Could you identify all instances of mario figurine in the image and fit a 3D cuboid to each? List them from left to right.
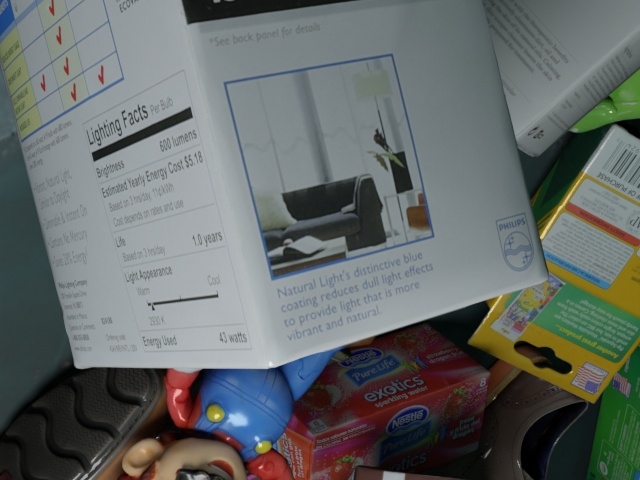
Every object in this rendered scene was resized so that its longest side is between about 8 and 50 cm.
[{"bbox_3d":[-0.068,0.176,1.031,0.321,0.198,0.170,-59,163,-12],"label":"mario figurine"}]

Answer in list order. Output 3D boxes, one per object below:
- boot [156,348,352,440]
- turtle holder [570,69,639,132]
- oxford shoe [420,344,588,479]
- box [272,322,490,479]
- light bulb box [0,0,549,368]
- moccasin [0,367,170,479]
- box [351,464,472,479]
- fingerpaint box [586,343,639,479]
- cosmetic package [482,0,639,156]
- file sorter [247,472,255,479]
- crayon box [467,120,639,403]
[{"bbox_3d":[-0.080,0.158,1.231,0.208,0.076,0.189,-42,158,11],"label":"boot"},{"bbox_3d":[0.363,-0.256,1.263,0.320,0.243,0.227,-18,119,22],"label":"turtle holder"},{"bbox_3d":[0.214,0.316,1.525,0.130,0.132,0.364,33,94,-44],"label":"oxford shoe"},{"bbox_3d":[0.060,0.206,1.347,0.256,0.128,0.123,-14,124,-30],"label":"box"},{"bbox_3d":[-0.068,-0.107,0.823,0.225,0.358,0.361,-14,92,-31],"label":"light bulb box"},{"bbox_3d":[-0.267,0.280,1.138,0.147,0.139,0.380,31,92,-50],"label":"moccasin"},{"bbox_3d":[0.117,0.391,1.295,0.381,0.143,0.191,60,36,-65],"label":"box"},{"bbox_3d":[0.599,0.228,1.708,0.371,0.163,0.445,-28,140,-21],"label":"fingerpaint box"},{"bbox_3d":[0.274,-0.274,1.087,0.365,0.197,0.155,-40,165,13],"label":"cosmetic package"},{"bbox_3d":[-0.063,0.451,1.353,0.182,0.202,0.291,-24,128,-28],"label":"file sorter"},{"bbox_3d":[0.340,0.022,1.408,0.203,0.083,0.323,26,109,-16],"label":"crayon box"}]
